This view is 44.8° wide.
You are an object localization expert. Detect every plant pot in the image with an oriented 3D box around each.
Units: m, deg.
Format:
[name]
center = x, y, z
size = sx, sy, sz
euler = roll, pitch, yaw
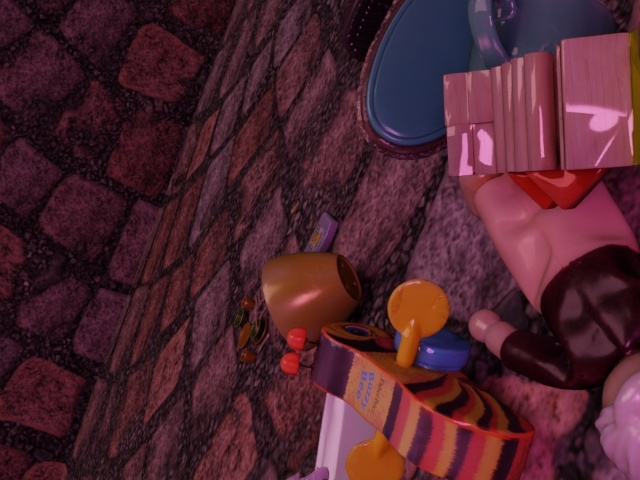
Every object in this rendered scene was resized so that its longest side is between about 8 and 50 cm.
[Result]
[plant pot]
center = -0.001, 0.068, 1.032
size = 0.095, 0.134, 0.134
euler = -25, 40, 20

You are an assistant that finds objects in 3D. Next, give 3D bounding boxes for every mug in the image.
[mug]
center = 0.192, -0.163, 0.728
size = 0.129, 0.157, 0.097
euler = 136, 147, -75

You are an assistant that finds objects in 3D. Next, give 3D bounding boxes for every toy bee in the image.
[toy bee]
center = 0.050, 0.134, 0.720
size = 0.298, 0.162, 0.195
euler = 170, 107, -68

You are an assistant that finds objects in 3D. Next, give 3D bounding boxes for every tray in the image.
[tray]
center = 0.036, 0.271, 0.858
size = 0.145, 0.030, 0.270
euler = -36, 38, 54

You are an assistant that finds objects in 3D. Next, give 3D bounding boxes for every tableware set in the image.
[tableware set]
center = -0.126, 0.151, 1.356
size = 0.104, 0.024, 0.154
euler = -58, 24, 25

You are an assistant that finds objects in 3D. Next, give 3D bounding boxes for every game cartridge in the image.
[game cartridge]
center = 0.000, 0.000, 1.214
size = 0.083, 0.017, 0.056
euler = -64, 26, 11

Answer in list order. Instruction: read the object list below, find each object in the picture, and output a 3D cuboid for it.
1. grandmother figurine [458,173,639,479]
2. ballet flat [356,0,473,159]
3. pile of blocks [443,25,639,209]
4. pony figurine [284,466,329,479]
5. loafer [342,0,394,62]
[grandmother figurine]
center = 0.210, 0.034, 0.590
size = 0.208, 0.104, 0.342
euler = -50, 30, 30
[ballet flat]
center = 0.188, -0.299, 0.914
size = 0.483, 0.164, 0.182
euler = -63, 0, -3
[pile of blocks]
center = 0.206, -0.078, 0.539
size = 0.362, 0.148, 0.113
euler = -169, 75, -71
[pony figurine]
center = -0.132, 0.405, 0.747
size = 0.351, 0.363, 0.303
euler = -40, 45, 32
[loafer]
center = 0.128, -0.453, 1.177
size = 0.366, 0.133, 0.130
euler = -57, 25, 26
